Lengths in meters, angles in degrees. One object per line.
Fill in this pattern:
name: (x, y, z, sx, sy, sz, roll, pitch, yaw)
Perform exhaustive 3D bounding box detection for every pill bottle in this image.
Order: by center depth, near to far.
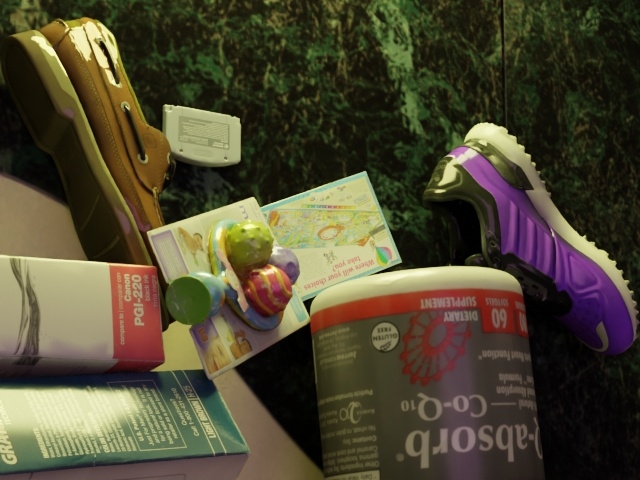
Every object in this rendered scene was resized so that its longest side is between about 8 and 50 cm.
pill bottle: (0.108, 0.220, 1.372, 0.210, 0.210, 0.363, 1, 76, -31)

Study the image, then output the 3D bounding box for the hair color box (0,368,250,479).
hair color box: (-0.249, 0.201, 1.157, 0.347, 0.174, 0.105, 1, 41, -36)

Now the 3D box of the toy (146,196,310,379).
toy: (-0.062, 0.030, 1.311, 0.137, 0.056, 0.237, 66, 25, 0)

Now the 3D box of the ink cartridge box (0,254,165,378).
ink cartridge box: (-0.263, 0.076, 1.219, 0.218, 0.158, 0.092, 3, 71, -31)

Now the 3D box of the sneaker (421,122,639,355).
sneaker: (0.212, 0.029, 1.558, 0.146, 0.102, 0.293, -41, 94, -28)

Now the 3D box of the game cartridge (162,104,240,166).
game cartridge: (-0.119, -0.102, 1.439, 0.083, 0.017, 0.056, 9, 69, -29)

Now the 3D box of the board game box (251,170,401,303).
board game box: (0.000, 0.000, 1.475, 0.154, 0.026, 0.103, -20, 87, -33)

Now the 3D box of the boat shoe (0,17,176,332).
boat shoe: (-0.182, -0.067, 1.334, 0.104, 0.111, 0.307, -24, 90, -32)
